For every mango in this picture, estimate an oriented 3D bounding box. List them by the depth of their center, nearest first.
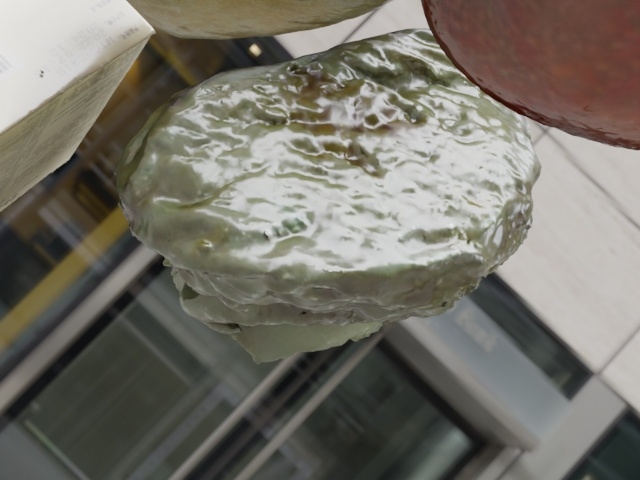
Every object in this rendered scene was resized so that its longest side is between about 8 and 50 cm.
[{"bbox_3d":[-0.061,-0.250,1.141,0.329,0.176,0.175,4,-63,28],"label":"mango"}]

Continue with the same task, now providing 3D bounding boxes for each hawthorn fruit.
[{"bbox_3d":[0.128,-0.113,0.529,0.188,0.169,0.169,17,6,-35],"label":"hawthorn fruit"}]

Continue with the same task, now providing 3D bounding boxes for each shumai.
[{"bbox_3d":[0.000,-0.001,0.842,0.189,0.256,0.218,62,-29,24],"label":"shumai"}]

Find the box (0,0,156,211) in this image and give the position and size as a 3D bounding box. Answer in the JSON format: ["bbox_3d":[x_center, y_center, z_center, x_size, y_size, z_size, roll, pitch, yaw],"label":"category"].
[{"bbox_3d":[-0.234,-0.083,0.945,0.095,0.212,0.168,42,-48,2],"label":"box"}]
